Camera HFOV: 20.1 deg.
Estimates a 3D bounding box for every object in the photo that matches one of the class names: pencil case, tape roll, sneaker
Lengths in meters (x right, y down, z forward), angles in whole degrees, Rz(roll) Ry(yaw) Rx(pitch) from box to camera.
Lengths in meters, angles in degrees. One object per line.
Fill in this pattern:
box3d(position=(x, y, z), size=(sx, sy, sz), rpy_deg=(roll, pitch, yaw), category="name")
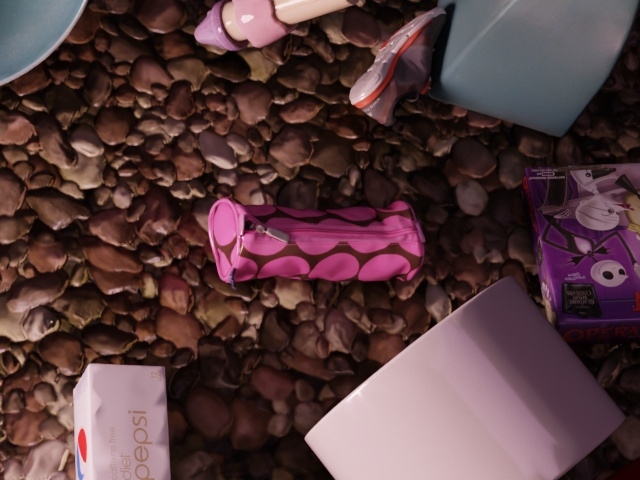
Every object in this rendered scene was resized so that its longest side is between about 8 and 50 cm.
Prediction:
box3d(position=(0.000, 0.000, 1.749), size=(0.209, 0.098, 0.095), rpy_deg=(-2, 66, -22), category="pencil case")
box3d(position=(0.129, 0.169, 1.632), size=(0.246, 0.246, 0.169), rpy_deg=(-35, 82, -30), category="tape roll")
box3d(position=(0.092, -0.180, 1.903), size=(0.065, 0.061, 0.158), rpy_deg=(45, 65, -14), category="sneaker")

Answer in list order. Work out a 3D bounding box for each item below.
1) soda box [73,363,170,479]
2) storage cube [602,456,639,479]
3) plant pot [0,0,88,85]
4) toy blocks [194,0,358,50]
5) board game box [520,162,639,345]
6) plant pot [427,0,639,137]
box3d(position=(-0.174, 0.221, 1.593), size=(0.074, 0.069, 0.216), rpy_deg=(4, 65, -19), category="soda box")
box3d(position=(0.376, 0.288, 1.700), size=(0.215, 0.193, 0.184), rpy_deg=(-8, 69, -23), category="storage cube")
box3d(position=(-0.364, -0.306, 1.681), size=(0.290, 0.290, 0.195), rpy_deg=(5, 29, -19), category="plant pot")
box3d(position=(-0.078, -0.370, 1.848), size=(0.289, 0.260, 0.309), rpy_deg=(61, 36, -21), category="toy blocks")
box3d(position=(0.393, 0.007, 1.849), size=(0.346, 0.056, 0.208), rpy_deg=(-3, 55, -6), category="board game box")
box3d(position=(0.237, -0.252, 1.881), size=(0.165, 0.234, 0.165), rpy_deg=(15, 61, -13), category="plant pot")
